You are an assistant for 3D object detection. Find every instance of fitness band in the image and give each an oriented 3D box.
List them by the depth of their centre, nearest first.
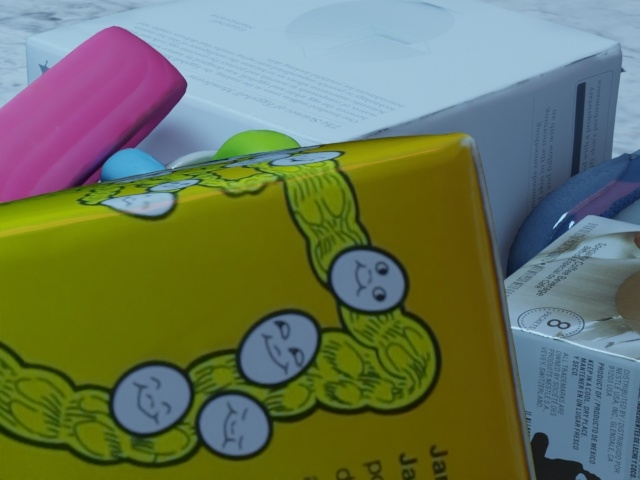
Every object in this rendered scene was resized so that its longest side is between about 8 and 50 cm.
[{"bbox_3d":[-0.154,0.015,0.819,0.054,0.209,0.291,40,35,-3],"label":"fitness band"}]

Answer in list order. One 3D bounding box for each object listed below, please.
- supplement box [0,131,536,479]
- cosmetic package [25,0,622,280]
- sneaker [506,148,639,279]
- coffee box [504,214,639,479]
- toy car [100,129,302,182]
[{"bbox_3d":[-0.134,0.095,0.557,0.356,0.195,0.194,-11,5,-19],"label":"supplement box"},{"bbox_3d":[0.000,-0.044,1.010,0.224,0.138,0.225,22,30,39],"label":"cosmetic package"},{"bbox_3d":[0.257,0.010,0.960,0.319,0.112,0.131,-7,22,-17],"label":"sneaker"},{"bbox_3d":[0.198,0.078,0.817,0.246,0.098,0.141,14,27,27],"label":"coffee box"},{"bbox_3d":[-0.059,0.041,0.767,0.136,0.182,0.159,9,8,-28],"label":"toy car"}]
